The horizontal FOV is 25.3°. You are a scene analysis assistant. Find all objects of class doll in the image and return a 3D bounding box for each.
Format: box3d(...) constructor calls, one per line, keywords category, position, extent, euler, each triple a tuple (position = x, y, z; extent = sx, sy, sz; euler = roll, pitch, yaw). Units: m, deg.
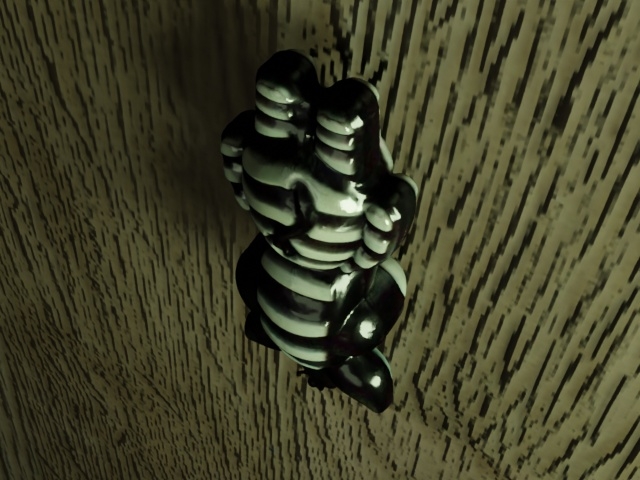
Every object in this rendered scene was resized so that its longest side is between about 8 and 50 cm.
box3d(category="doll", position=(0.000, 0.000, 0.651), extent=(0.091, 0.067, 0.219), euler=(25, 146, 18))
